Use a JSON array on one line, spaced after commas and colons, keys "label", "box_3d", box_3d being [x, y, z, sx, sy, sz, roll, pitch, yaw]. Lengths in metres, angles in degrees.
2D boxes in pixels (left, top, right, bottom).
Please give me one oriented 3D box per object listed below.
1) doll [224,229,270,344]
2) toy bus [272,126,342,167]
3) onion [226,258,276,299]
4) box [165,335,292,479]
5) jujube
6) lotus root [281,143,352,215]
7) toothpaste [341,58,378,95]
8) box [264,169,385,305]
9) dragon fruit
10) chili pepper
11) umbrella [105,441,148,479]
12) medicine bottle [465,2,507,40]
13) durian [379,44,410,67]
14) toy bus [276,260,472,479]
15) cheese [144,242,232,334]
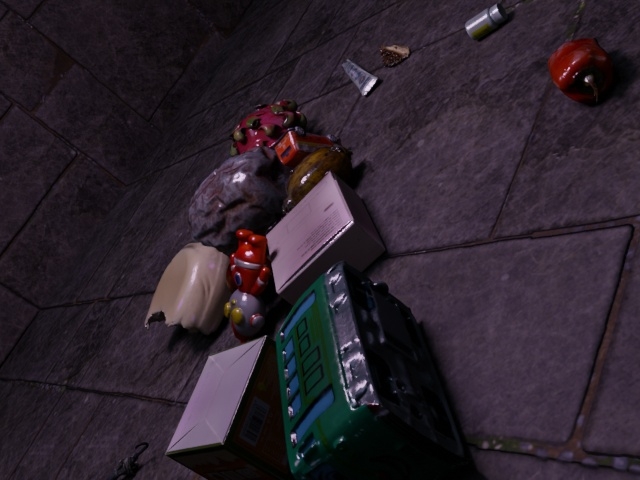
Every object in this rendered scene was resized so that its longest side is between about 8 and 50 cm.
[{"label": "doll", "box_3d": [-0.149, 0.103, 1.481, 0.142, 0.076, 0.244, 24, 109, 54]}, {"label": "toy bus", "box_3d": [-0.019, -0.206, 1.696, 0.079, 0.174, 0.077, -44, 55, 38]}, {"label": "onion", "box_3d": [-0.152, 0.081, 1.579, 0.117, 0.118, 0.118, -31, 31, 29]}, {"label": "box", "box_3d": [-0.119, 0.288, 1.190, 0.178, 0.148, 0.194, -26, 34, 45]}, {"label": "jujube", "box_3d": [-0.186, -0.090, 1.755, 0.317, 0.226, 0.226, -36, 28, 38]}, {"label": "lotus root", "box_3d": [-0.005, -0.128, 1.618, 0.209, 0.120, 0.120, -47, 25, -2]}, {"label": "toothpaste", "box_3d": [0.103, -0.446, 1.963, 0.062, 0.039, 0.239, -49, 27, 12]}, {"label": "box", "box_3d": [0.000, 0.000, 1.442, 0.203, 0.106, 0.251, -43, 25, 13]}, {"label": "dragon fruit", "box_3d": [-0.119, -0.275, 1.939, 0.273, 0.198, 0.218, -41, -14, -35]}, {"label": "chili pepper", "box_3d": [0.421, -0.264, 1.159, 0.192, 0.084, 0.086, -84, 9, -53]}, {"label": "umbrella", "box_3d": [-0.433, 0.506, 1.543, 0.269, 0.044, 0.044, -47, 50, 26]}, {"label": "medicine bottle", "box_3d": [0.360, -0.476, 1.579, 0.083, 0.047, 0.047, -26, 34, 39]}, {"label": "durian", "box_3d": [0.190, -0.480, 1.888, 0.066, 0.052, 0.130, -13, 26, -12]}, {"label": "toy bus", "box_3d": [0.048, 0.205, 0.997, 0.199, 0.184, 0.343, -45, 25, 17]}, {"label": "cheese", "box_3d": [-0.307, 0.128, 1.727, 0.266, 0.127, 0.233, 1, 65, 63]}]
